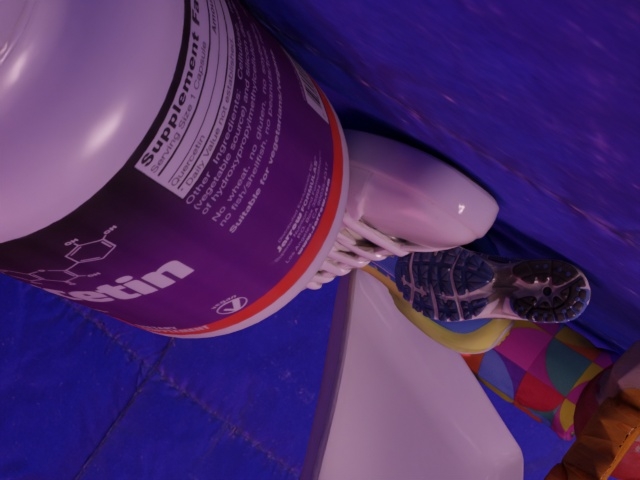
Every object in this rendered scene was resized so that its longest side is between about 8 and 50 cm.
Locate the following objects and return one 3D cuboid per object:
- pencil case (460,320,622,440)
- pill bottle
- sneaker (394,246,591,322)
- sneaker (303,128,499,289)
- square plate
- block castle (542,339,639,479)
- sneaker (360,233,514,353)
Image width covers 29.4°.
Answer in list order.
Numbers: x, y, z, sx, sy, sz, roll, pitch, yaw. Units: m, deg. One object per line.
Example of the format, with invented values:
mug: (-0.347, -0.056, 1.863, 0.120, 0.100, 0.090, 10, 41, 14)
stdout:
pencil case: (0.171, 0.090, 1.147, 0.236, 0.104, 0.104, 35, 179, 19)
pill bottle: (-0.116, -0.065, 0.590, 0.181, 0.181, 0.323, 34, 179, 25)
sneaker: (0.115, 0.032, 0.807, 0.135, 0.052, 0.058, 10, -179, 27)
sneaker: (0.000, 0.000, 0.800, 0.106, 0.123, 0.290, 31, 166, -29)
square plate: (0.076, 0.216, 0.991, 0.347, 0.049, 0.344, 54, -148, -34)
block castle: (0.292, 0.301, 0.756, 0.453, 0.303, 0.213, 36, 168, 18)
sneaker: (0.051, -0.018, 0.907, 0.240, 0.091, 0.126, 35, 160, 12)
